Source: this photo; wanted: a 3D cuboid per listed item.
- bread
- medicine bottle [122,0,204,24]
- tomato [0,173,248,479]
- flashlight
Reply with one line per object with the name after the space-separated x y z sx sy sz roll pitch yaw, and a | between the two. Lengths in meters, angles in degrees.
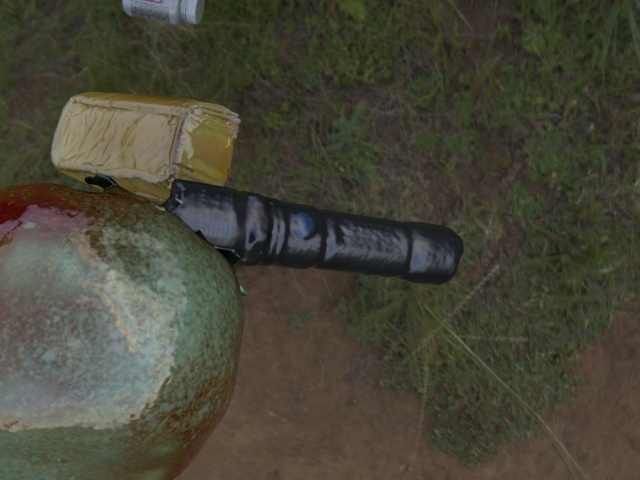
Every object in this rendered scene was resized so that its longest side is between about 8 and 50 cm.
-0.254 -0.139 1.171 0.288 0.119 0.153 10 83 33 | bread
-0.294 -0.450 1.532 0.140 0.079 0.079 12 73 4 | medicine bottle
-0.216 0.102 0.715 0.303 0.303 0.239 -6 46 17 | tomato
0.000 0.000 1.061 0.424 0.103 0.103 8 65 -25 | flashlight
